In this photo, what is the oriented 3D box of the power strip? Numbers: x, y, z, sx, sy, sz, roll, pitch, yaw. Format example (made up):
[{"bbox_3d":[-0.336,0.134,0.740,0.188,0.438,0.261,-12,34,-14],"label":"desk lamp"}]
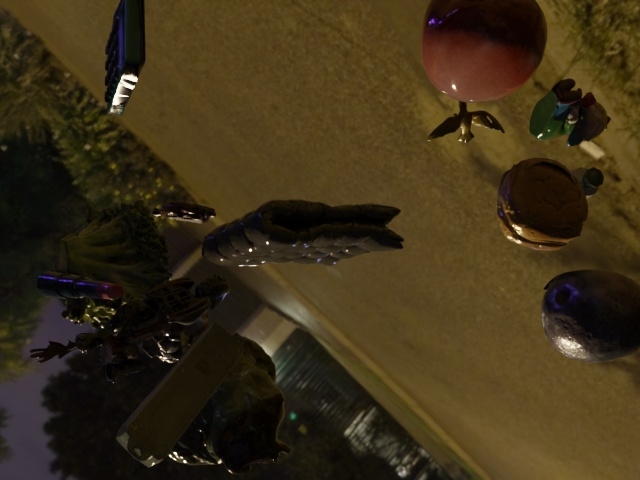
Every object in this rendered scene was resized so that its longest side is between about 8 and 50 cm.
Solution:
[{"bbox_3d":[-0.214,0.236,1.016,0.078,0.272,0.052,43,134,-5],"label":"power strip"}]

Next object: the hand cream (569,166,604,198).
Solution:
[{"bbox_3d":[0.651,-0.126,1.785,0.121,0.076,0.336,32,164,-4],"label":"hand cream"}]

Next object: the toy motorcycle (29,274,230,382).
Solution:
[{"bbox_3d":[-0.358,0.188,1.291,0.134,0.401,0.207,41,124,24],"label":"toy motorcycle"}]

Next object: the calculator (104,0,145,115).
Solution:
[{"bbox_3d":[-0.512,-0.486,1.685,0.058,0.249,0.274,6,157,-28],"label":"calculator"}]

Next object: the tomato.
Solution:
[{"bbox_3d":[0.405,-0.499,1.646,0.321,0.321,0.321,40,167,11],"label":"tomato"}]

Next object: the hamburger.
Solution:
[{"bbox_3d":[0.485,-0.083,1.444,0.213,0.214,0.108,42,156,3],"label":"hamburger"}]

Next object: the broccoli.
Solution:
[{"bbox_3d":[-0.538,0.060,1.664,0.271,0.335,0.324,8,172,-27],"label":"broccoli"}]

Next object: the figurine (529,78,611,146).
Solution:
[{"bbox_3d":[0.677,-0.337,1.697,0.185,0.234,0.127,105,159,-46],"label":"figurine"}]

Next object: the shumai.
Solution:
[{"bbox_3d":[-0.222,0.474,1.779,0.323,0.397,0.324,12,134,49],"label":"shumai"}]

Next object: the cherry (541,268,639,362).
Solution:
[{"bbox_3d":[0.502,0.136,1.195,0.195,0.195,0.195,40,167,11],"label":"cherry"}]

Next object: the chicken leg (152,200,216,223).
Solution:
[{"bbox_3d":[-0.394,-0.079,1.846,0.219,0.048,0.089,4,158,16],"label":"chicken leg"}]

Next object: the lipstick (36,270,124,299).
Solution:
[{"bbox_3d":[-0.457,0.093,1.251,0.234,0.053,0.053,3,144,36],"label":"lipstick"}]

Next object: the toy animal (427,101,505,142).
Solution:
[{"bbox_3d":[0.405,-0.359,1.881,0.095,0.219,0.155,-41,-62,-84],"label":"toy animal"}]

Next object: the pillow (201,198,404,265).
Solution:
[{"bbox_3d":[-0.030,-0.009,1.221,0.326,0.101,0.228,3,164,-38],"label":"pillow"}]
